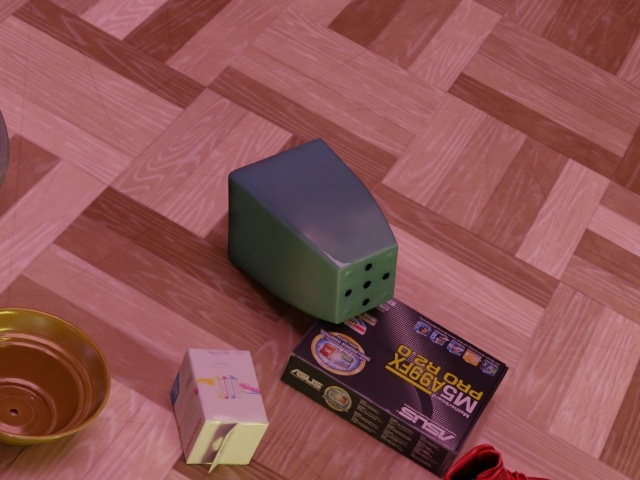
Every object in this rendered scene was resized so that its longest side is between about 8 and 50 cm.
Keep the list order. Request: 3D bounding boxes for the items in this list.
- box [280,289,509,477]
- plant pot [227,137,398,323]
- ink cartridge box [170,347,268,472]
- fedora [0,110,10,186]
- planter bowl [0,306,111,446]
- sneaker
[{"bbox_3d":[0.109,0.188,2.272,0.270,0.060,0.216,31,40,9],"label":"box"},{"bbox_3d":[0.000,0.000,2.293,0.166,0.165,0.234,-23,47,-28],"label":"plant pot"},{"bbox_3d":[-0.132,0.225,2.090,0.090,0.092,0.143,4,45,-23],"label":"ink cartridge box"},{"bbox_3d":[-0.563,-0.109,2.224,0.244,0.124,0.275,1,53,-22],"label":"fedora"},{"bbox_3d":[-0.379,0.192,2.008,0.217,0.090,0.217,13,40,-11],"label":"planter bowl"},{"bbox_3d":[0.251,0.332,2.127,0.221,0.128,0.087,-6,49,-29],"label":"sneaker"}]
